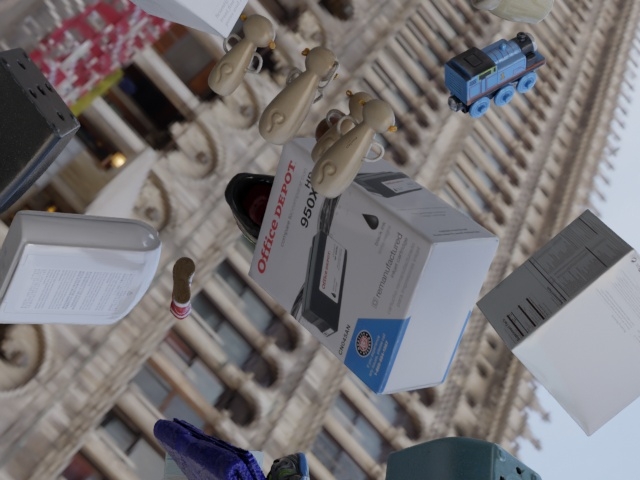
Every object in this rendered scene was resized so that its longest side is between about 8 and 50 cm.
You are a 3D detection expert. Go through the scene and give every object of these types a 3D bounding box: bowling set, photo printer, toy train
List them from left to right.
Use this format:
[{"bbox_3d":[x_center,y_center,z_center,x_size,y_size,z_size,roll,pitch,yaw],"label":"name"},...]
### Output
[{"bbox_3d":[-0.476,0.060,2.095,0.256,0.307,0.107,-57,-137,37],"label":"photo printer"},{"bbox_3d":[0.001,-0.203,1.513,0.154,0.287,0.200,-51,166,21],"label":"bowling set"},{"bbox_3d":[0.287,-0.277,1.757,0.184,0.080,0.105,-28,144,-16],"label":"toy train"}]

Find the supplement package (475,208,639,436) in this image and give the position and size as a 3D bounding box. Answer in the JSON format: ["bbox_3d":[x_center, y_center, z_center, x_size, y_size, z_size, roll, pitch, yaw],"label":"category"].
[{"bbox_3d":[0.362,0.110,1.440,0.203,0.194,0.149,-41,-156,6],"label":"supplement package"}]

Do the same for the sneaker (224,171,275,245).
[{"bbox_3d":[0.000,0.000,2.089,0.185,0.482,0.202,-64,154,-8],"label":"sneaker"}]

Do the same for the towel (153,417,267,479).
[{"bbox_3d":[-0.175,0.444,1.984,0.076,0.228,0.308,-41,-153,-22],"label":"towel"}]

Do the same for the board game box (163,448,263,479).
[{"bbox_3d":[-0.254,0.624,2.425,0.224,0.097,0.304,-4,-104,37],"label":"board game box"}]

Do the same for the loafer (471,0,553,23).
[{"bbox_3d":[0.241,-0.330,1.331,0.102,0.092,0.268,-50,-168,31],"label":"loafer"}]

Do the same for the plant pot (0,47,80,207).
[{"bbox_3d":[-0.418,-0.143,1.349,0.167,0.187,0.188,-35,-169,9],"label":"plant pot"}]

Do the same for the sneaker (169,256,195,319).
[{"bbox_3d":[-0.255,0.091,1.967,0.067,0.042,0.118,102,-9,-46],"label":"sneaker"}]

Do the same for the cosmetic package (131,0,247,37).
[{"bbox_3d":[-0.177,-0.359,1.285,0.183,0.151,0.151,27,-93,43],"label":"cosmetic package"}]

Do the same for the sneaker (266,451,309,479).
[{"bbox_3d":[-0.057,0.433,1.883,0.078,0.067,0.188,-7,-167,-2],"label":"sneaker"}]

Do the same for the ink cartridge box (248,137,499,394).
[{"bbox_3d":[0.073,0.031,1.813,0.395,0.166,0.286,39,-59,41],"label":"ink cartridge box"}]

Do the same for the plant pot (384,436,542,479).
[{"bbox_3d":[0.292,0.528,2.076,0.252,0.247,0.247,-35,-152,37],"label":"plant pot"}]
